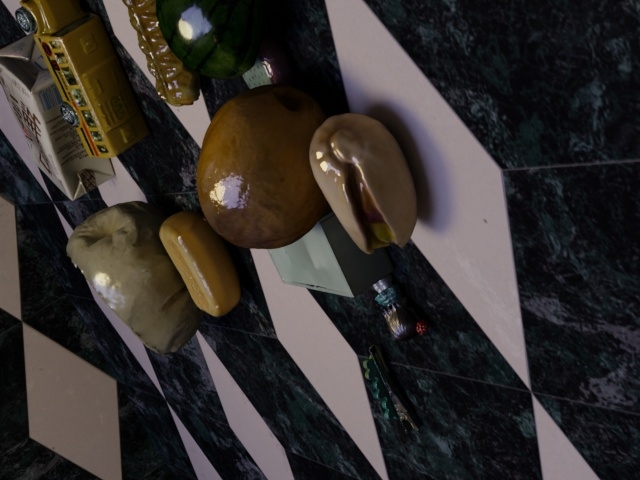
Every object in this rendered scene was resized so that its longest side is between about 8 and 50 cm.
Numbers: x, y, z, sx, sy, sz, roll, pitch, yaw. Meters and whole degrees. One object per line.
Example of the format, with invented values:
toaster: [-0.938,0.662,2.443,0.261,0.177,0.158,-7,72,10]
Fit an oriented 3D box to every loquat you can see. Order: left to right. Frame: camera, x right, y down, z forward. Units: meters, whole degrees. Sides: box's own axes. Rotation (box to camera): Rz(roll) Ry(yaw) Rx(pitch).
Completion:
loquat: [-0.072,-0.099,1.631,0.193,0.238,0.238,16,168,-20]

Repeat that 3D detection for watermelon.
watermelon: [-0.158,-0.322,1.605,0.232,0.127,0.204,149,111,-68]

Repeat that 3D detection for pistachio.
pistachio: [0.063,-0.079,1.541,0.200,0.117,0.145,58,-164,-32]

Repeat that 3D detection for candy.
candy: [-0.078,-0.247,1.687,0.103,0.043,0.103,45,153,31]

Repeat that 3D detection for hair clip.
hair clip: [0.111,0.250,1.955,0.049,0.049,0.173,5,126,63]

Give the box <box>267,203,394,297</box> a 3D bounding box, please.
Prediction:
box: [0.000,0.000,1.798,0.225,0.086,0.129,9,127,61]

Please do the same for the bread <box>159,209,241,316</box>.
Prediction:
bread: [-0.224,0.040,2.295,0.147,0.098,0.217,21,140,62]

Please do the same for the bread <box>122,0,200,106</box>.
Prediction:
bread: [-0.272,-0.376,1.871,0.084,0.077,0.367,29,144,51]

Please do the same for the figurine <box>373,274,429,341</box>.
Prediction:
figurine: [0.116,0.099,1.751,0.060,0.047,0.106,-35,79,32]

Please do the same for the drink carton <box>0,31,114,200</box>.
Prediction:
drink carton: [-0.584,-0.273,2.584,0.194,0.132,0.324,40,154,37]

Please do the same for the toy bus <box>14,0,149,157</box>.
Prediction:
toy bus: [-0.448,-0.323,2.250,0.123,0.121,0.335,14,134,47]

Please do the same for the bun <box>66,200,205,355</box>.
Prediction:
bun: [-0.357,0.066,2.463,0.359,0.211,0.360,49,174,7]
